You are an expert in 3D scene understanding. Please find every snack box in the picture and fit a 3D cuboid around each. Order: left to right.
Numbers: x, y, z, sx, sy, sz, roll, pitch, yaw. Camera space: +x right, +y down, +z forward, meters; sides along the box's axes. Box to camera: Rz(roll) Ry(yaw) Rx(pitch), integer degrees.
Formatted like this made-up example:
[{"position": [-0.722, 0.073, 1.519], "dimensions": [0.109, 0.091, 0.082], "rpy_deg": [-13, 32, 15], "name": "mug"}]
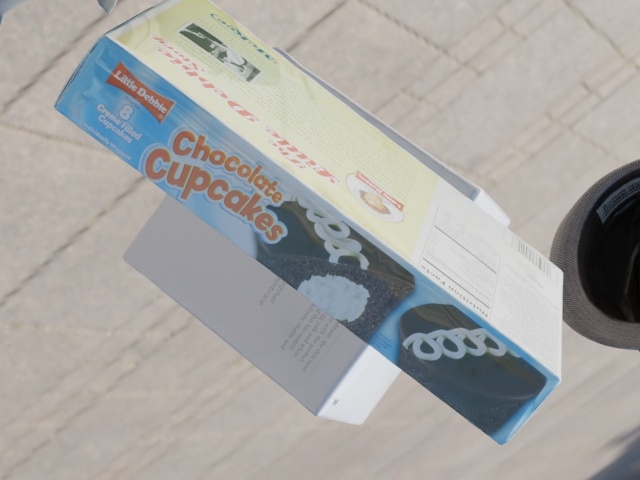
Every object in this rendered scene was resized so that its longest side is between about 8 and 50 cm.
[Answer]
[{"position": [0.008, -0.026, 0.870], "dimensions": [0.060, 0.322, 0.187], "rpy_deg": [-52, -177, 20], "name": "snack box"}]

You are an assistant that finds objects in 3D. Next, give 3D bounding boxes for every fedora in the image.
[{"position": [0.378, 0.038, 1.529], "dimensions": [0.243, 0.275, 0.124], "rpy_deg": [-9, 138, 20], "name": "fedora"}]

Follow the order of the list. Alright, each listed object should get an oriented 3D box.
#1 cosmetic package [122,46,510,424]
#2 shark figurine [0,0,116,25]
[{"position": [0.000, 0.000, 1.201], "dimensions": [0.224, 0.224, 0.138], "rpy_deg": [-54, 158, 2], "name": "cosmetic package"}, {"position": [-0.252, -0.244, 1.339], "dimensions": [0.278, 0.116, 0.166], "rpy_deg": [-41, -175, 11], "name": "shark figurine"}]
